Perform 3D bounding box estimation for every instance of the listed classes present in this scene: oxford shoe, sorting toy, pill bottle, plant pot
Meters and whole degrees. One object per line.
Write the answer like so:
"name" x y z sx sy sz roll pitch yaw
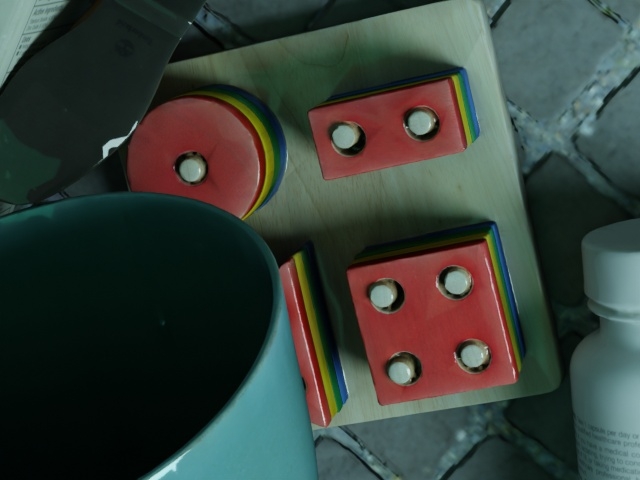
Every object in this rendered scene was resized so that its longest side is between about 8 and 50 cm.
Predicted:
"oxford shoe" -0.135 -0.105 1.054 0.076 0.076 0.212 40 76 -8
"sorting toy" 0.000 0.000 1.073 0.255 0.089 0.257 -11 100 16
"pill bottle" 0.218 0.106 1.021 0.131 0.131 0.229 -4 102 15
"plant pot" -0.131 0.150 0.967 0.293 0.293 0.235 -7 126 15

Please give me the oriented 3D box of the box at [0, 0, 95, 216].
"box" -0.259 -0.070 1.094 0.121 0.148 0.311 29 106 7
